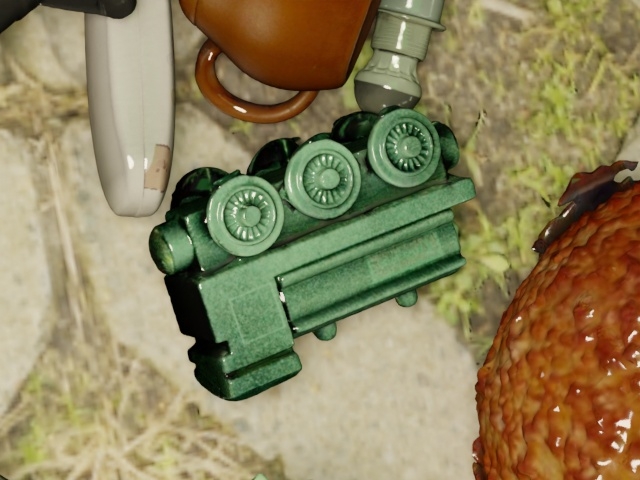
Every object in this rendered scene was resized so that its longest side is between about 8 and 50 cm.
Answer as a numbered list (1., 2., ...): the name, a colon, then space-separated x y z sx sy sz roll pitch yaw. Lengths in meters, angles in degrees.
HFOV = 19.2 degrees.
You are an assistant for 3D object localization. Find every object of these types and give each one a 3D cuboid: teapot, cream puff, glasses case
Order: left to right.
1. glasses case: -0.094 -0.093 0.928 0.041 0.063 0.164 -2 79 -14
2. teapot: -0.025 -0.129 0.916 0.116 0.173 0.116 11 40 -9
3. cream puff: 0.244 0.109 0.917 0.350 0.229 0.350 2 82 -17

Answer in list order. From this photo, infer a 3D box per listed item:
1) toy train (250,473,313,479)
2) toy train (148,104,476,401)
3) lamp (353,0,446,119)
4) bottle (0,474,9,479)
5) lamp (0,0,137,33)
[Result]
1. toy train: -0.020 0.244 0.843 0.188 0.159 0.271 39 71 -1
2. toy train: 0.000 0.000 0.938 0.170 0.071 0.111 -21 103 -22
3. lamp: 0.049 -0.141 0.981 0.091 0.091 0.163 15 91 -15
4. bottle: -0.220 0.242 0.768 0.168 0.168 0.347 38 71 -8
5. lamp: -0.223 -0.100 0.852 0.172 0.147 0.227 32 63 27
